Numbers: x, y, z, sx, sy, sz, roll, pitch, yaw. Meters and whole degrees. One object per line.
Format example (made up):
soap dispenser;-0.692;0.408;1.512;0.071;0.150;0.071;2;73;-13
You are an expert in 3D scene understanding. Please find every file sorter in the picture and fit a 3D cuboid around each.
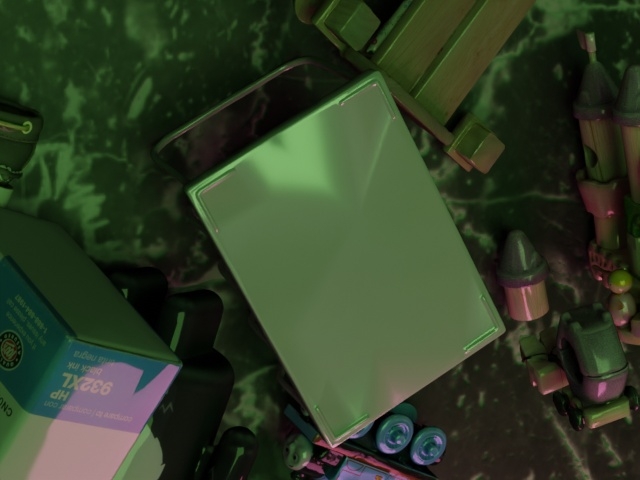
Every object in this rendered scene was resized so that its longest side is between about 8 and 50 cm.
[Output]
file sorter;0.000;0.000;1.524;0.193;0.173;0.278;-33;114;-10

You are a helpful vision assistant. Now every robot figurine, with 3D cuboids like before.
robot figurine;-0.179;0.165;1.501;0.173;0.209;0.278;15;99;-36

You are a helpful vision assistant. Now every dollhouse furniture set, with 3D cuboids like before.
dollhouse furniture set;0.105;-0.285;1.552;0.303;0.174;0.355;-52;139;-1

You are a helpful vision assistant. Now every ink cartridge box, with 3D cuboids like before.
ink cartridge box;-0.285;0.153;1.391;0.129;0.223;0.307;17;109;-48

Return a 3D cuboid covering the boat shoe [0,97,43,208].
boat shoe;-0.370;-0.129;1.389;0.305;0.109;0.091;29;93;-31

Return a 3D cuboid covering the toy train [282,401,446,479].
toy train;0.042;0.201;1.636;0.184;0.080;0.105;25;97;-37

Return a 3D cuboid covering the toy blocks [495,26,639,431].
toy blocks;0.301;-0.037;1.566;0.309;0.288;0.260;-19;117;-12
